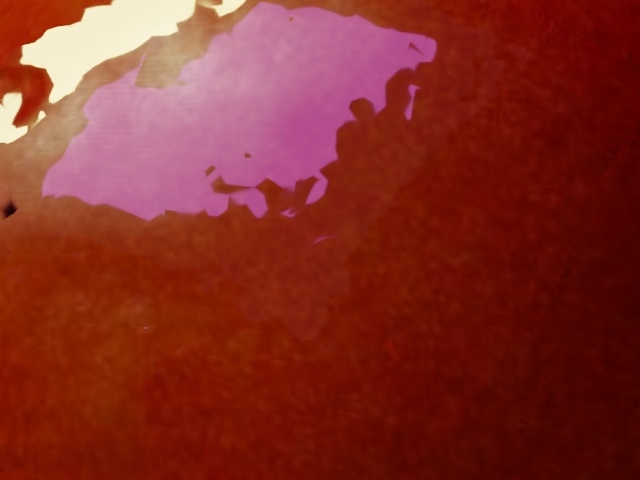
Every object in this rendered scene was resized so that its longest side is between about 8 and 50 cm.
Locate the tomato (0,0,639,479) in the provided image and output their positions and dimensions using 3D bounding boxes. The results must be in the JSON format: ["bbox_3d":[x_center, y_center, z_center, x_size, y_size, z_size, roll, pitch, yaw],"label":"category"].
[{"bbox_3d":[0.000,0.000,0.465,0.299,0.226,0.298,-21,37,17],"label":"tomato"}]
